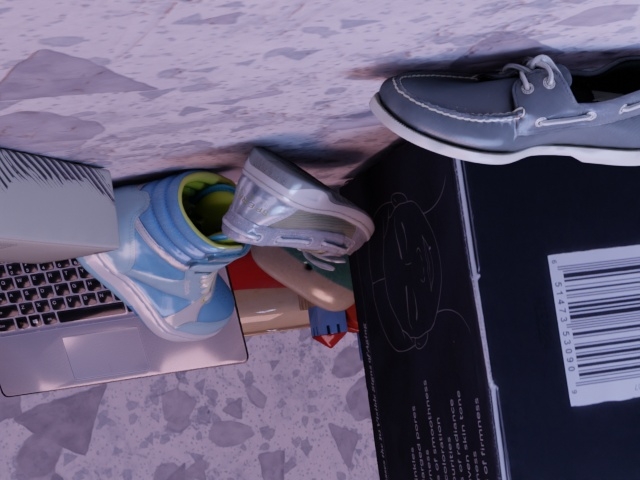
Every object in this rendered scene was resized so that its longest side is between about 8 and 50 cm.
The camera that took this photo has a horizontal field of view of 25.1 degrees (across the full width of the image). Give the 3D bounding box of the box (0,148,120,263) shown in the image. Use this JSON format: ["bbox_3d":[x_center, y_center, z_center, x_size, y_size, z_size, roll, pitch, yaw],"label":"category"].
[{"bbox_3d":[-0.318,-0.032,1.468,0.113,0.094,0.275,-10,175,18],"label":"box"}]

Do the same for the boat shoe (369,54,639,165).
[{"bbox_3d":[0.195,-0.136,1.328,0.320,0.116,0.099,2,127,-27],"label":"boat shoe"}]

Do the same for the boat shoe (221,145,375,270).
[{"bbox_3d":[-0.027,-0.025,1.681,0.118,0.103,0.320,35,-177,17],"label":"boat shoe"}]

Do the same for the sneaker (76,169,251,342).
[{"bbox_3d":[-0.142,0.024,1.764,0.208,0.127,0.319,-14,150,23],"label":"sneaker"}]

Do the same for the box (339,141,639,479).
[{"bbox_3d":[0.241,0.109,1.737,0.298,0.479,0.472,-6,174,-16],"label":"box"}]

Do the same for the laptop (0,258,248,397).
[{"bbox_3d":[-0.329,0.084,1.976,0.382,0.407,0.236,-8,-152,6],"label":"laptop"}]

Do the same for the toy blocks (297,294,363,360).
[{"bbox_3d":[0.111,0.084,2.421,0.382,0.260,0.191,-6,174,-19],"label":"toy blocks"}]

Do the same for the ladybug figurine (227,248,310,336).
[{"bbox_3d":[-0.132,0.093,2.650,0.449,0.161,0.305,-7,175,-22],"label":"ladybug figurine"}]

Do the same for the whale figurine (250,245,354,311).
[{"bbox_3d":[0.000,0.000,2.099,0.216,0.141,0.272,33,-171,-1],"label":"whale figurine"}]
